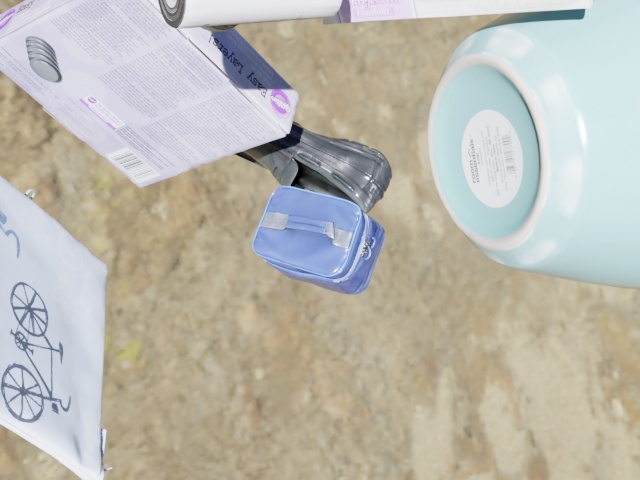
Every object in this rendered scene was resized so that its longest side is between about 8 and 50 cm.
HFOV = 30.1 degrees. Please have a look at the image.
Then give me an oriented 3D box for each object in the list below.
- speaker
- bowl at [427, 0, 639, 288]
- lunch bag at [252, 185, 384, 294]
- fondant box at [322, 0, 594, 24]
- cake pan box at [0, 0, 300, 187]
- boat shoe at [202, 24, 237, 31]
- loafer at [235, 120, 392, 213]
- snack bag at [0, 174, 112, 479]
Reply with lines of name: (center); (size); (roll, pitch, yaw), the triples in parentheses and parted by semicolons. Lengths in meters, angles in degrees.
speaker: (-0.052, -0.192, 0.905); (0.136, 0.055, 0.055); (-9, 81, -28)
bowl: (0.215, -0.093, 1.105); (0.163, 0.311, 0.312); (-10, 82, -29)
lunch bag: (0.000, 0.000, 0.943); (0.065, 0.098, 0.067); (34, 72, -59)
fondant box: (0.135, -0.337, 1.089); (0.330, 0.238, 0.096); (-74, 156, -43)
cake pan box: (-0.190, -0.176, 1.281); (0.267, 0.245, 0.070); (42, 51, -32)
boat shoe: (-0.097, -0.222, 0.994); (0.152, 0.049, 0.056); (40, 58, -59)
loafer: (-0.025, -0.090, 1.399); (0.078, 0.223, 0.076); (-61, 155, -23)
snack bag: (-0.338, 0.056, 1.259); (0.342, 0.037, 0.323); (46, 26, -42)
